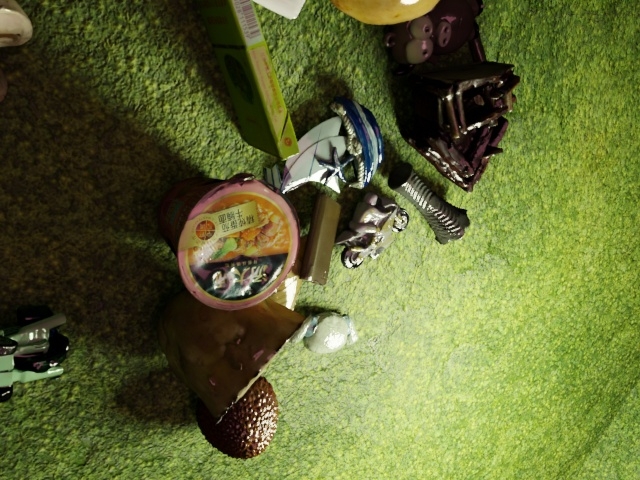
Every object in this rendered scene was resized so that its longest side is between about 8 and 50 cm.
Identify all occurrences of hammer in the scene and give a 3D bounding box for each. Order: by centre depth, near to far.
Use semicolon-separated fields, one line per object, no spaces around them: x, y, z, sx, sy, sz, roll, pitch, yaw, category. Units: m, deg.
0.360;-0.550;1.416;0.125;0.027;0.297;-38;122;-17;hammer

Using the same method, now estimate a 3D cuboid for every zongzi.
-0.072;0.086;1.333;0.197;0.099;0.194;-28;131;-44;zongzi

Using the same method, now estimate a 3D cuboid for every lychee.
-0.184;0.392;1.308;0.195;0.194;0.194;-11;112;-29;lychee

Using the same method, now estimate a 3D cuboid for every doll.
0.253;-0.474;1.319;0.257;0.117;0.182;-25;133;-27;doll
0.014;0.227;1.436;0.214;0.071;0.103;6;104;-37;doll

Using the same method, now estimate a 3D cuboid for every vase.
0.269;-0.096;1.473;0.237;0.115;0.115;37;85;-31;vase

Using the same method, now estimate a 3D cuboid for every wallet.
-0.107;-0.508;1.136;0.190;0.033;0.095;14;100;-34;wallet
0.000;0.000;1.319;0.110;0.031;0.198;30;69;-63;wallet

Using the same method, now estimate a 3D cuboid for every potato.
-0.201;0.182;1.167;0.237;0.301;0.288;41;108;4;potato

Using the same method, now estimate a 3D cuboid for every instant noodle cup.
-0.198;-0.022;1.108;0.244;0.255;0.243;-10;110;-30;instant noodle cup

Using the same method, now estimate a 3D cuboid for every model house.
0.350;-0.253;1.354;0.297;0.317;0.282;-10;112;-11;model house

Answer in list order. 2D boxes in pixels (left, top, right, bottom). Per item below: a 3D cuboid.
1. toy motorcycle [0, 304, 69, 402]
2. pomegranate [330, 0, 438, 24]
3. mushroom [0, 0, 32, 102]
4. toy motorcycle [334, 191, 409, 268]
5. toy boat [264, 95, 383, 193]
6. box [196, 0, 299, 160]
-0.605;0.194;0.985;0.331;0.196;0.125;-4;109;-44;toy motorcycle
0.135;-0.589;1.104;0.338;0.338;0.338;-11;112;-29;pomegranate
-0.566;-0.293;0.853;0.254;0.195;0.189;-43;90;-6;mushroom
0.123;-0.039;1.413;0.225;0.073;0.152;-36;123;-21;toy motorcycle
0.025;-0.175;1.315;0.291;0.070;0.210;-48;120;-5;toy boat
-0.140;-0.322;1.084;0.047;0.187;0.335;-27;119;-19;box
